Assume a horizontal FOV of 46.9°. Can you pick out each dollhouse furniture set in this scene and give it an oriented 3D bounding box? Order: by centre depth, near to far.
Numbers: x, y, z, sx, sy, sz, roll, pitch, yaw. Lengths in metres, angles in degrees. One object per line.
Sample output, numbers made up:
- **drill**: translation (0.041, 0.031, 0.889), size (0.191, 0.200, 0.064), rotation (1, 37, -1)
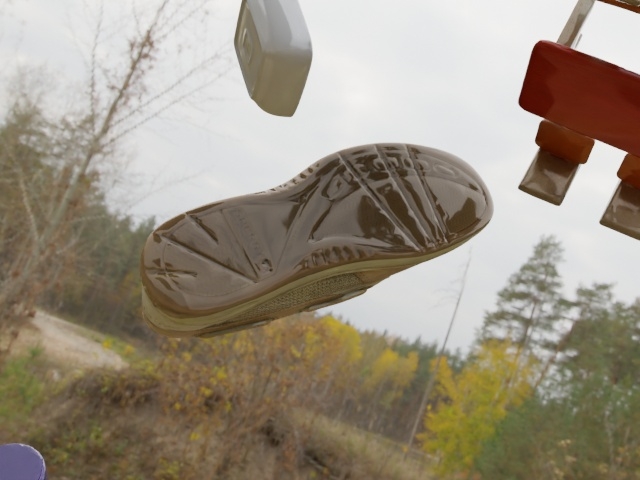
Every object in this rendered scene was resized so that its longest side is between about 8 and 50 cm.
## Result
- **dollhouse furniture set**: translation (0.267, -0.072, 0.522), size (0.259, 0.135, 0.262), rotation (26, -20, 17)

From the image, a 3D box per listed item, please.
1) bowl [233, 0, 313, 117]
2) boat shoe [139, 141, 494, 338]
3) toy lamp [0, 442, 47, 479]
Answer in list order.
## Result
- **bowl**: translation (-0.062, -0.230, 0.870), size (0.053, 0.142, 0.142), rotation (-9, -23, -20)
- **boat shoe**: translation (0.000, 0.000, 0.677), size (0.341, 0.121, 0.110), rotation (-15, -23, -22)
- **toy lamp**: translation (-0.192, 0.274, 0.560), size (0.080, 0.080, 0.274), rotation (13, -47, 34)
